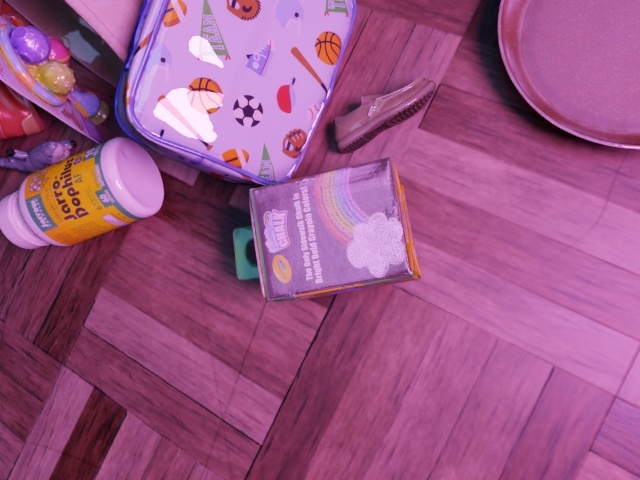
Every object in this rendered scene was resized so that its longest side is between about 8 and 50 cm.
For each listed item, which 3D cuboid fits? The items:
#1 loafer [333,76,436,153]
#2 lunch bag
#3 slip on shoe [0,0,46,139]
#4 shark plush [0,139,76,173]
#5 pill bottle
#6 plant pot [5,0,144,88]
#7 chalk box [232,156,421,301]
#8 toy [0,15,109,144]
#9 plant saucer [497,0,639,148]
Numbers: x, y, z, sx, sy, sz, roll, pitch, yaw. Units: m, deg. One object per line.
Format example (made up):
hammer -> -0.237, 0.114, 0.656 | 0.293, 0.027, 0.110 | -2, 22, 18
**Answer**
loafer -> 0.077, -0.169, 0.592 | 0.148, 0.056, 0.050 | -30, 82, 10
lunch bag -> -0.102, -0.231, 0.557 | 0.115, 0.243, 0.303 | 17, 87, 60
slip on shoe -> -0.488, -0.317, 0.750 | 0.101, 0.123, 0.331 | 0, 76, -17
shark plush -> -0.461, -0.138, 0.729 | 0.161, 0.067, 0.073 | 9, 86, 16
pill bottle -> -0.346, -0.060, 0.662 | 0.209, 0.117, 0.117 | -18, 79, 13
plant pot -> -0.273, -0.417, 0.605 | 0.334, 0.334, 0.305 | 34, 82, 17
chalk box -> 0.000, 0.000, 0.554 | 0.213, 0.132, 0.132 | -11, 81, 15
toy -> -0.366, -0.235, 0.632 | 0.056, 0.237, 0.136 | -27, 76, -2
plant saucer -> 0.366, -0.248, 0.527 | 0.311, 0.050, 0.310 | -2, 82, 16
